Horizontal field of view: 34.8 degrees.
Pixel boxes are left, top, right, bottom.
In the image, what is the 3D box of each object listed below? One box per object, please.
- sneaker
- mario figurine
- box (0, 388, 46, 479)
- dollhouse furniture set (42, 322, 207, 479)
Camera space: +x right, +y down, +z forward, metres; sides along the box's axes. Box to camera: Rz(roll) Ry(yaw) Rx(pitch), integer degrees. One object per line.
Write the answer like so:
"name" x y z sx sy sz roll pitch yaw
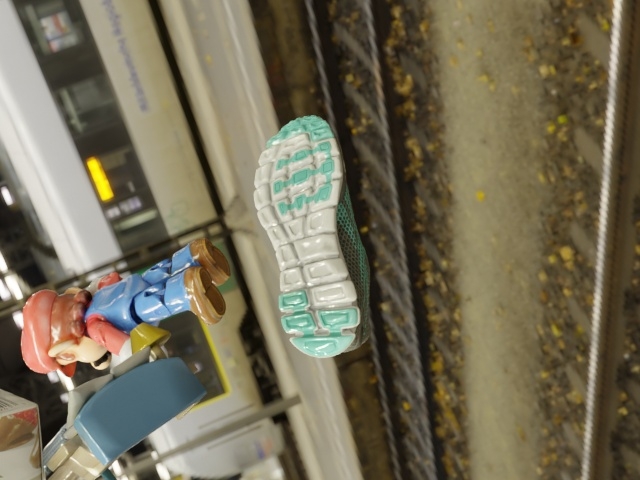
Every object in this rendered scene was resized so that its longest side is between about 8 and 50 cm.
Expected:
"sneaker" 0.000 0.000 0.681 0.076 0.064 0.167 34 -133 -65
"mario figurine" -0.270 0.118 1.434 0.170 0.320 0.198 71 -163 2
"box" -0.283 0.135 0.464 0.067 0.324 0.063 7 102 43
"dollhouse furniture set" -0.308 0.187 0.948 0.198 0.303 0.286 50 128 8
